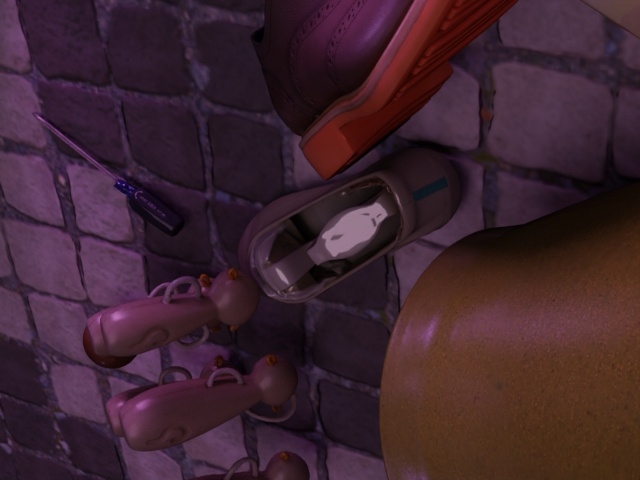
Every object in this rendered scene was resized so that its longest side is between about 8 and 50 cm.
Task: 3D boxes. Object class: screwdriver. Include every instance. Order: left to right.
[{"bbox_3d":[-0.187,-0.057,1.086,0.170,0.024,0.025,33,106,11],"label":"screwdriver"}]

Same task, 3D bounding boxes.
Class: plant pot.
[{"bbox_3d":[0.232,0.105,0.726,0.353,0.366,0.366,-1,122,48],"label":"plant pot"}]

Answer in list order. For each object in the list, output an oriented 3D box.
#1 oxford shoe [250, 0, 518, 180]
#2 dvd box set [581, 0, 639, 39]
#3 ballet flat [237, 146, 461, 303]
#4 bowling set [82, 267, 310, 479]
[{"bbox_3d":[0.030,-0.150,0.740,0.133,0.130,0.364,50,155,2],"label":"oxford shoe"},{"bbox_3d":[0.155,-0.269,0.639,0.420,0.062,0.307,36,144,6],"label":"dvd box set"},{"bbox_3d":[0.000,0.000,0.960,0.086,0.086,0.248,51,135,-9],"label":"ballet flat"},{"bbox_3d":[-0.116,0.099,1.097,0.200,0.154,0.287,-125,25,-46],"label":"bowling set"}]
